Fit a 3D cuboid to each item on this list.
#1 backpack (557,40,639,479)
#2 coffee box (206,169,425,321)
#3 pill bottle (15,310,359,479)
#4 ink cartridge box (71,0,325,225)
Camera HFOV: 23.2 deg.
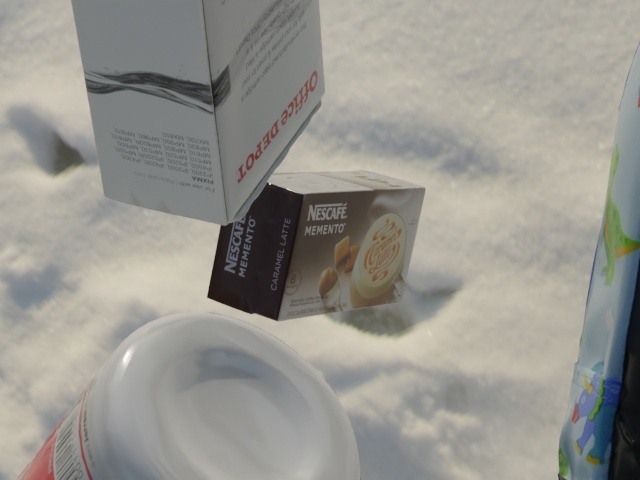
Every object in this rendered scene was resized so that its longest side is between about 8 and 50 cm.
[{"bbox_3d":[0.246,-0.026,0.642,0.290,0.273,0.355,3,102,13],"label":"backpack"},{"bbox_3d":[0.000,0.000,1.689,0.098,0.246,0.141,18,102,32],"label":"coffee box"},{"bbox_3d":[-0.161,0.261,1.323,0.407,0.229,0.229,-50,48,38],"label":"pill bottle"},{"bbox_3d":[-0.043,-0.089,0.569,0.056,0.135,0.099,12,40,19],"label":"ink cartridge box"}]
